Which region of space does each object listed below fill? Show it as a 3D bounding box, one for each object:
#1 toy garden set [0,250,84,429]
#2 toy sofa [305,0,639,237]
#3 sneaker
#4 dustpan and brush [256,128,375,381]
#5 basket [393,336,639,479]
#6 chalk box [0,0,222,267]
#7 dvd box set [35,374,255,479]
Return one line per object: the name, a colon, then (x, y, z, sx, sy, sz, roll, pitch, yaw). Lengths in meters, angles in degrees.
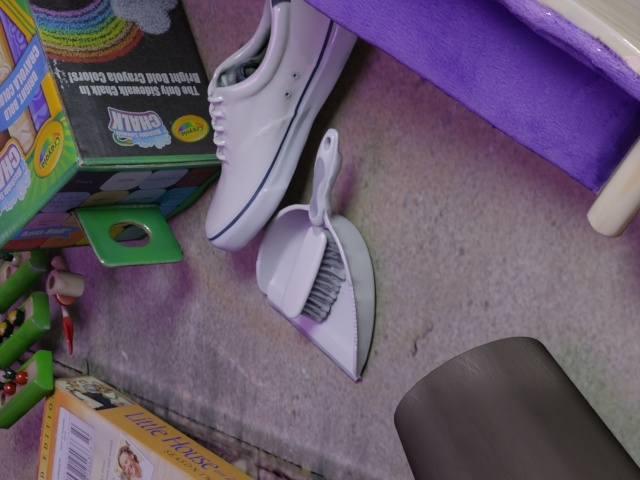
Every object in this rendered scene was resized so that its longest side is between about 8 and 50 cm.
toy garden set: (-0.305, 0.041, 1.750, 0.204, 0.049, 0.244, -39, 49, 44)
toy sofa: (0.087, -0.162, 1.116, 0.362, 0.177, 0.150, 34, 124, 4)
sneaker: (-0.057, -0.110, 1.449, 0.094, 0.091, 0.258, -106, 38, -60)
dustpan and brush: (0.000, 0.000, 1.435, 0.147, 0.060, 0.211, 40, 122, 39)
basket: (0.155, 0.197, 1.216, 0.204, 0.154, 0.227, -52, 53, 36)
chalk box: (-0.215, -0.100, 1.582, 0.179, 0.180, 0.289, -36, 66, 44)
dvd box set: (-0.145, 0.345, 1.637, 0.420, 0.062, 0.308, 24, 112, 45)
